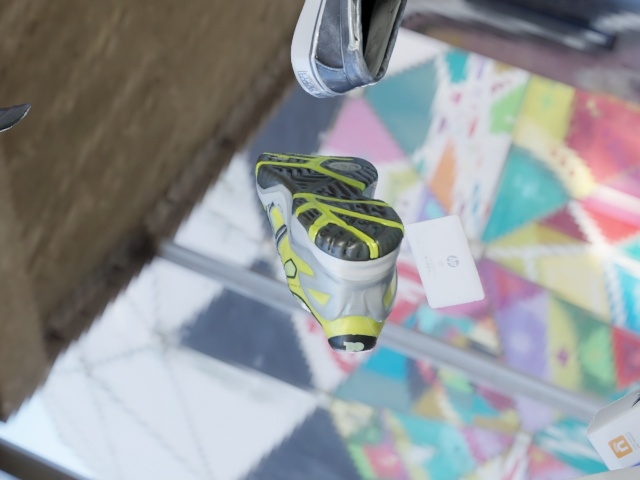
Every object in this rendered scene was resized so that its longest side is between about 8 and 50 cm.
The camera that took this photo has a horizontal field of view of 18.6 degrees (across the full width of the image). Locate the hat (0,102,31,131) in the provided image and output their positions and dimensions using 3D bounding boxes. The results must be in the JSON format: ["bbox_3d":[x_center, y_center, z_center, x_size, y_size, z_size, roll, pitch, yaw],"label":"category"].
[{"bbox_3d":[-0.358,-0.003,1.446,0.331,0.331,0.134,-26,-77,-62],"label":"hat"}]

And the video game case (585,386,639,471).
[{"bbox_3d":[0.372,0.190,1.444,0.244,0.269,0.061,-33,3,27],"label":"video game case"}]

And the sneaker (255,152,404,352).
[{"bbox_3d":[0.000,0.000,2.154,0.384,0.145,0.147,-104,17,-70],"label":"sneaker"}]

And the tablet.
[{"bbox_3d":[0.111,0.019,1.744,0.006,0.054,0.083,-50,-56,-60],"label":"tablet"}]

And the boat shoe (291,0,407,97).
[{"bbox_3d":[0.055,-0.287,1.973,0.108,0.102,0.301,36,-121,-40],"label":"boat shoe"}]

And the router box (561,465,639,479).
[{"bbox_3d":[0.236,0.295,1.251,0.301,0.335,0.082,0,-53,-51],"label":"router box"}]
